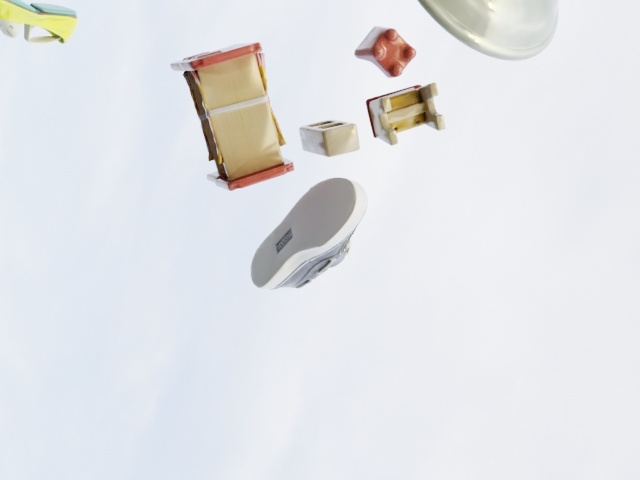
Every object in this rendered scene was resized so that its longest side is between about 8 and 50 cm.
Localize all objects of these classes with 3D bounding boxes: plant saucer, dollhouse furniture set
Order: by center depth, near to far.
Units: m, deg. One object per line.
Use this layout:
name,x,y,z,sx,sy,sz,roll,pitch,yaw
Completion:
dollhouse furniture set,-0.017,-0.227,1.303,0.152,0.374,0.201,-150,-136,-68
plant saucer,0.302,-0.516,1.488,0.100,0.400,0.400,-34,-119,51

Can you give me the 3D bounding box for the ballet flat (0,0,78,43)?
ballet flat,-0.526,-0.394,1.488,0.077,0.231,0.077,31,-74,23

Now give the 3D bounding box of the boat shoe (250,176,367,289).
boat shoe,0.000,0.000,1.356,0.301,0.102,0.108,-43,-133,43
